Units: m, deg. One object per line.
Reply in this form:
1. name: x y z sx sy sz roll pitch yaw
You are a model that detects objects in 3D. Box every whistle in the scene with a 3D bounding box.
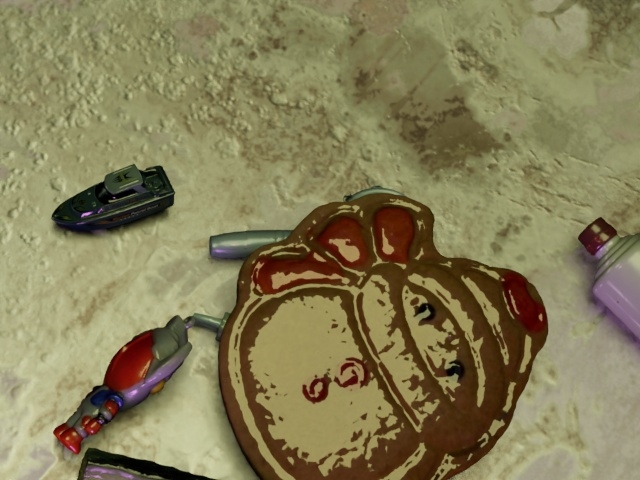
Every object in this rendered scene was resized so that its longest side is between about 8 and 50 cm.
1. whistle: -0.096 0.102 1.517 0.100 0.035 0.035 19 64 0

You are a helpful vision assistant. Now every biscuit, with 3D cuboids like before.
1. biscuit: 0.073 0.125 1.490 0.381 0.074 0.358 -22 83 -13

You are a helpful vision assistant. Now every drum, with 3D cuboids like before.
1. drum: 0.002 -0.019 1.581 0.253 0.049 0.130 11 65 -5

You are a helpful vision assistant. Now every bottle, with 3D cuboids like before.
1. bottle: 0.400 0.070 1.582 0.104 0.104 0.245 -39 78 -23

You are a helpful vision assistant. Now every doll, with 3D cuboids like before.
1. doll: -0.204 0.149 1.446 0.062 0.104 0.194 46 72 -3

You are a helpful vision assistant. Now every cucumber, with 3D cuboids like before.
1. cucumber: -0.151 0.274 1.420 0.211 0.062 0.078 13 99 -10

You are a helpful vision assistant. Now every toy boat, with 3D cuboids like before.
1. toy boat: -0.240 -0.045 1.549 0.141 0.060 0.055 -19 47 -12
